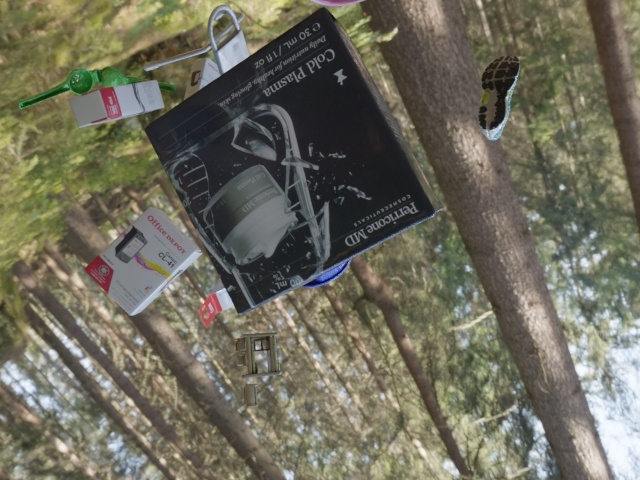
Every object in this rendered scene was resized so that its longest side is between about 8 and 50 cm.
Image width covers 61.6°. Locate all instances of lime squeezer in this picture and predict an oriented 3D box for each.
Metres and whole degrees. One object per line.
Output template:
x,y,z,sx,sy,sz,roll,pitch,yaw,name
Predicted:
-0.472,-0.337,1.146,0.311,0.058,0.110,-11,-151,-18,lime squeezer

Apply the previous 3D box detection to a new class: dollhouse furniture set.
-0.165,0.347,1.447,0.101,0.181,0.161,-1,165,-17,dollhouse furniture set

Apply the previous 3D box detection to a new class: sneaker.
0.547,-0.442,1.663,0.107,0.110,0.275,13,-100,29,sneaker

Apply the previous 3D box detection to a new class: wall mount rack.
-0.303,-0.458,1.482,0.131,0.350,0.304,21,-122,27,wall mount rack

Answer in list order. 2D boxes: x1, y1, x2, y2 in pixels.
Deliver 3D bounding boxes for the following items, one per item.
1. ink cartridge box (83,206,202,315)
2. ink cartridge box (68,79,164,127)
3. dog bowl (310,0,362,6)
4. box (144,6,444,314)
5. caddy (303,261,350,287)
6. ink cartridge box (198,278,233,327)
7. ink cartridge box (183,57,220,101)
-0.593,0.067,1.815,0.306,0.226,0.131,-45,-179,-3,ink cartridge box
-0.380,-0.258,1.010,0.099,0.056,0.135,-3,-161,36,ink cartridge box
0.068,-0.845,1.539,0.409,0.150,0.408,-8,164,-2,dog bowl
-0.048,-0.159,1.225,0.480,0.471,0.297,-29,178,16,box
0.000,0.000,1.789,0.242,0.179,0.341,6,-130,33,caddy
-0.365,0.218,2.034,0.056,0.181,0.224,23,-117,13,ink cartridge box
-0.402,-0.534,1.908,0.073,0.127,0.174,-5,-113,34,ink cartridge box
